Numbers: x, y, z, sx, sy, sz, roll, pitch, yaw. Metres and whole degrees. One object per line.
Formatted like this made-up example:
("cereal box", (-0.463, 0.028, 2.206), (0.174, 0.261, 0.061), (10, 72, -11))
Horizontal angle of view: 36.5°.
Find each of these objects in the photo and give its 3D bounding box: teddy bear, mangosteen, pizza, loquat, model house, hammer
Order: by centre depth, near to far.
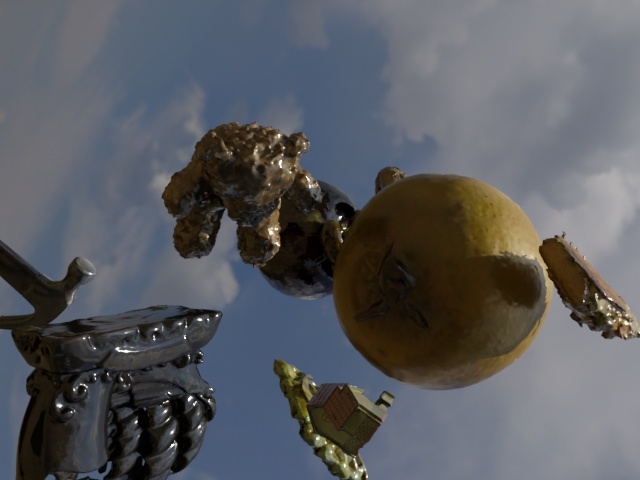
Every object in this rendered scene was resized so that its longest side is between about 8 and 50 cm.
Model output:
("model house", (0.021, 0.137, 0.785), (0.057, 0.058, 0.083), (-55, 174, 16))
("hammer", (-0.417, -0.006, 1.149), (0.137, 0.290, 0.037), (-47, -173, 14))
("pizza", (0.360, 0.074, 1.318), (0.069, 0.226, 0.147), (-40, -120, 14))
("teddy bear", (-0.116, -0.056, 1.462), (0.222, 0.246, 0.296), (-108, -156, -58))
("loquat", (0.195, 0.059, 1.479), (0.328, 0.359, 0.328), (2, -86, 32))
("mangosteen", (0.000, 0.000, 1.753), (0.265, 0.228, 0.228), (5, -114, 42))

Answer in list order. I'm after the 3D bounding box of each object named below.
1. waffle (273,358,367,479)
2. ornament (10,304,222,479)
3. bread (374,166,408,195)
("waffle", (0.007, 0.307, 1.613), (0.054, 0.204, 0.223), (-32, -139, 4))
("ornament", (-0.215, 0.205, 1.024), (0.106, 0.251, 0.260), (10, -77, 43))
("bread", (0.132, -0.085, 1.749), (0.113, 0.060, 0.082), (90, -10, -48))
